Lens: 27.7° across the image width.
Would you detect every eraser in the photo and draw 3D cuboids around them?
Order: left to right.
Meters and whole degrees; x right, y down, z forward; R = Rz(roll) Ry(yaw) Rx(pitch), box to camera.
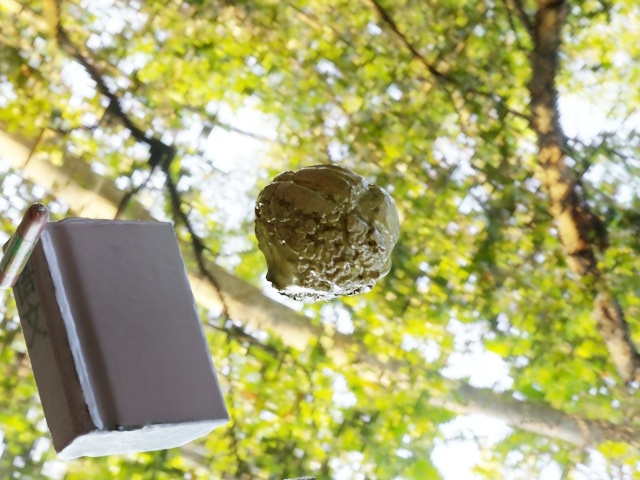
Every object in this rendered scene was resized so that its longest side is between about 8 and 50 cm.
[{"bbox_3d":[-0.317,0.146,2.010,0.122,0.272,0.359,-40,-119,41],"label":"eraser"}]

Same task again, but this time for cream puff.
[{"bbox_3d":[0.000,0.000,1.535,0.189,0.189,0.129,-20,-147,43],"label":"cream puff"}]

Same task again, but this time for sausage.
[{"bbox_3d":[-0.368,0.009,1.589,0.223,0.029,0.029,133,-33,-53],"label":"sausage"}]

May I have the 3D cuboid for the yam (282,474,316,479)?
[{"bbox_3d":[-0.126,0.363,1.613,0.106,0.259,0.106,173,-90,-79],"label":"yam"}]
